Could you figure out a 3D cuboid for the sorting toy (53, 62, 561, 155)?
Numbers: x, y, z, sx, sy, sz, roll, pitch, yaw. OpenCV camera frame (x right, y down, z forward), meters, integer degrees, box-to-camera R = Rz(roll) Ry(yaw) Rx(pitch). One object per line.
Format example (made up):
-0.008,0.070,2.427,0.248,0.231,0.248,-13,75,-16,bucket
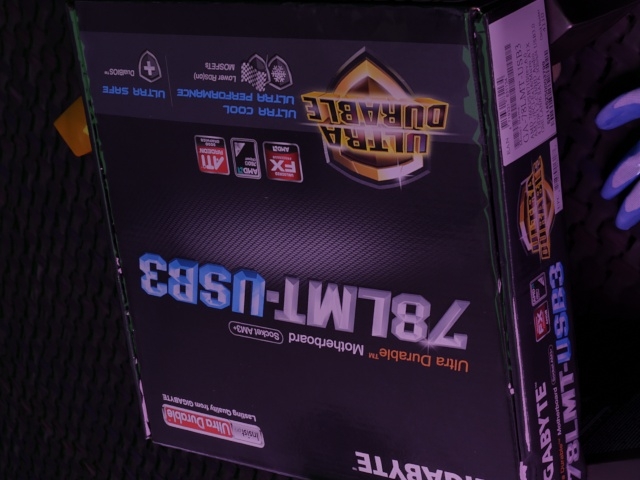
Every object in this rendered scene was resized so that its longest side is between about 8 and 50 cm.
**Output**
-0.033,-0.103,0.930,0.307,0.041,0.229,-39,83,29,sorting toy

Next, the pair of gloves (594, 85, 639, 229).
0.235,-0.022,0.816,0.198,0.023,0.159,43,139,15,pair of gloves

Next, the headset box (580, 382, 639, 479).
0.182,0.213,0.955,0.293,0.110,0.218,-17,102,49,headset box

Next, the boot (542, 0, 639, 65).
0.113,-0.262,0.757,0.280,0.096,0.264,61,148,8,boot

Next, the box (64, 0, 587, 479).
0.000,0.000,0.866,0.295,0.073,0.293,9,114,37,box
